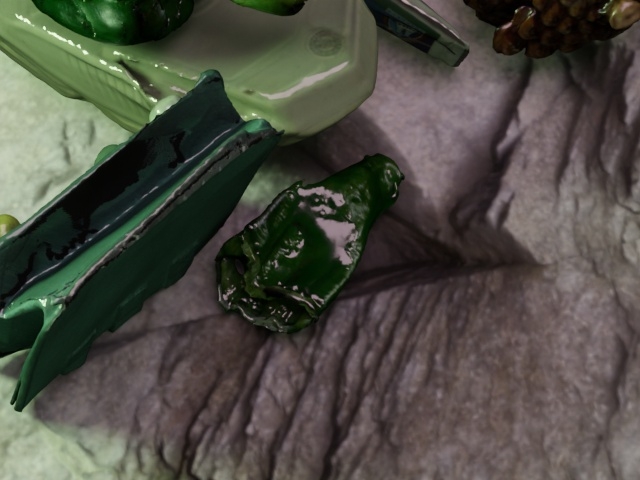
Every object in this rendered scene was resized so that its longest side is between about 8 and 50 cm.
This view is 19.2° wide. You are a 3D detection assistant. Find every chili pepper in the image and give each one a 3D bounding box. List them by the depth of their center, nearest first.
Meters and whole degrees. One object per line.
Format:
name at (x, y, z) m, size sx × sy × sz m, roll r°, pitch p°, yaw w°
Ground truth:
chili pepper at (-0.135, -0.255, 1.584) m, size 0.261 × 0.165 × 0.174 m, roll 20°, pitch 54°, yaw 24°
chili pepper at (0.000, -0.001, 1.695) m, size 0.108 × 0.062 × 0.216 m, roll 45°, pitch 66°, yaw 7°

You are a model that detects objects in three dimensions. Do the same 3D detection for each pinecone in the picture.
pinecone at (0.218, -0.292, 1.783) m, size 0.224 × 0.224 × 0.272 m, roll -25°, pitch 59°, yaw -18°

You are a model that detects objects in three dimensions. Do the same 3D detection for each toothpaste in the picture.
toothpaste at (-0.024, -0.283, 1.776) m, size 0.392 × 0.099 × 0.061 m, roll 36°, pitch 83°, yaw 0°

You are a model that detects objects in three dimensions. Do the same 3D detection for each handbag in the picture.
handbag at (-0.174, -0.004, 1.550) m, size 0.100 × 0.274 × 0.268 m, roll 46°, pitch 70°, yaw 6°

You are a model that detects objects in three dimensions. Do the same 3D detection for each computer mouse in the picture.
computer mouse at (-0.138, -0.200, 1.728) m, size 0.429 × 0.145 × 0.228 m, roll 27°, pitch 66°, yaw 18°
